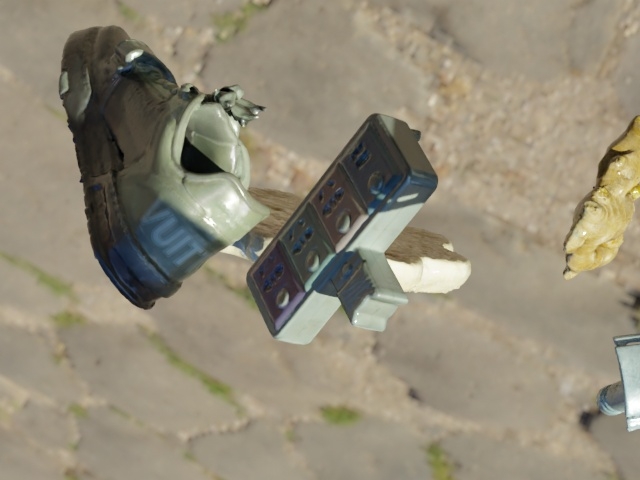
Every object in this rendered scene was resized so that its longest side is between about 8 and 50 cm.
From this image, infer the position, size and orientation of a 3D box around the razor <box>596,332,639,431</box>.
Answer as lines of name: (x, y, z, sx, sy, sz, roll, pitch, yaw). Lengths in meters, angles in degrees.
razor: (0.250, 0.112, 1.272, 0.106, 0.068, 0.232, -6, 170, -5)

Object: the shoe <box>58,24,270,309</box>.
shoe: (-0.110, -0.086, 1.310, 0.149, 0.293, 0.109, -28, 136, 14)

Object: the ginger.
ginger: (0.278, -0.051, 1.524, 0.053, 0.176, 0.193, 25, 120, 21)

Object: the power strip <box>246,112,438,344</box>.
power strip: (0.030, 0.013, 1.470, 0.061, 0.145, 0.215, 13, 127, -38)

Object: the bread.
bread: (0.000, 0.000, 1.740, 0.316, 0.054, 0.316, 12, -171, -2)
